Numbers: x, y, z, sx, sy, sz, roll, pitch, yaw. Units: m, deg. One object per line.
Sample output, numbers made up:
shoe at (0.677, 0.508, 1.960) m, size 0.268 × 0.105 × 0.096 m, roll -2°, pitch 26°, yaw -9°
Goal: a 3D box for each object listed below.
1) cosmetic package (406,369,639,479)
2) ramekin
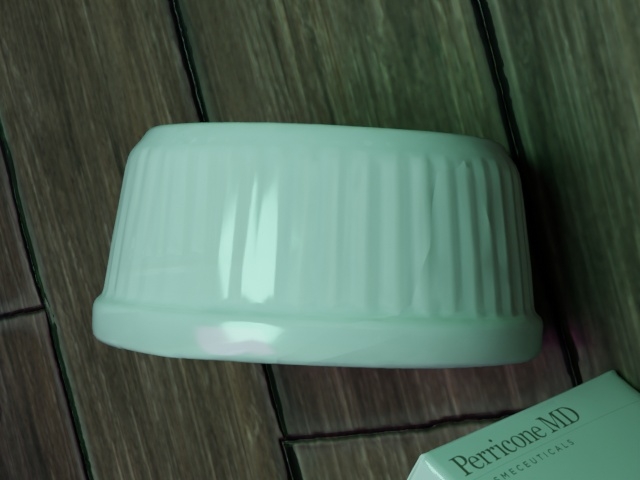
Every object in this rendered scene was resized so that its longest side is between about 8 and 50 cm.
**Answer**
cosmetic package at (0.208, 0.254, 0.723) m, size 0.365 × 0.197 × 0.155 m, roll 41°, pitch 127°, yaw 28°
ramekin at (0.000, 0.000, 0.826) m, size 0.273 × 0.273 × 0.127 m, roll 3°, pitch 90°, yaw 45°
